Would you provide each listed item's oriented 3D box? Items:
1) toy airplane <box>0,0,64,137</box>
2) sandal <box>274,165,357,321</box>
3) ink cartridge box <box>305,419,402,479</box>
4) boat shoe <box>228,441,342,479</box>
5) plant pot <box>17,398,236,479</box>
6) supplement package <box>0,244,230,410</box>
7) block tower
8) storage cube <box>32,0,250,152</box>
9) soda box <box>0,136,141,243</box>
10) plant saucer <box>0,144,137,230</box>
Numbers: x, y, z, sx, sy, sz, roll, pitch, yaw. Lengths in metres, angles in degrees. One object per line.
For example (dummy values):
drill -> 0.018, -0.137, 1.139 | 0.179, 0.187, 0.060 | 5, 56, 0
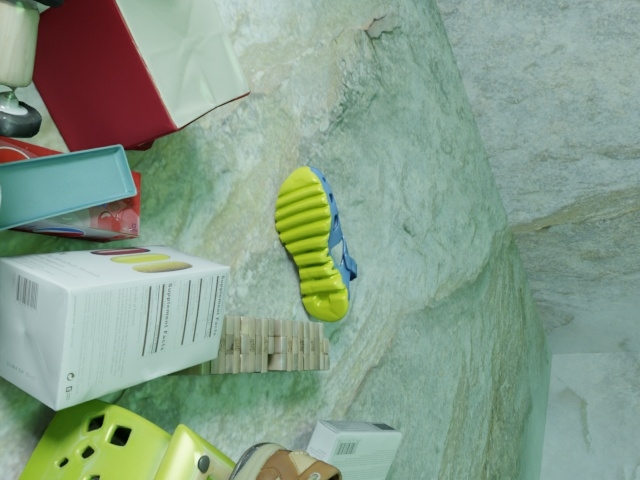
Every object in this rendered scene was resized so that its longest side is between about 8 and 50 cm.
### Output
toy airplane -> -0.399, -0.167, 0.366 | 0.386, 0.273, 0.384 | -60, 169, -23
sandal -> 0.000, 0.000, 1.175 | 0.138, 0.126, 0.317 | -42, 125, -57
ink cartridge box -> 0.045, 0.490, 1.165 | 0.275, 0.060, 0.238 | 26, 86, -52
boat shoe -> -0.064, 0.347, 0.554 | 0.323, 0.120, 0.122 | -67, 145, -42
plant pot -> -0.200, 0.329, 0.651 | 0.228, 0.207, 0.227 | 60, 37, -43
supplement package -> -0.247, 0.089, 0.705 | 0.244, 0.139, 0.133 | -6, 109, -59
block tower -> -0.112, 0.178, 0.967 | 0.336, 0.097, 0.090 | 18, 67, -57
storage cube -> -0.244, -0.234, 0.773 | 0.183, 0.193, 0.214 | -47, 120, -52
soda box -> -0.341, -0.059, 0.675 | 0.263, 0.084, 0.092 | 14, 71, -56
plant saucer -> -0.295, -0.064, 0.654 | 0.192, 0.018, 0.067 | -28, 106, -55
